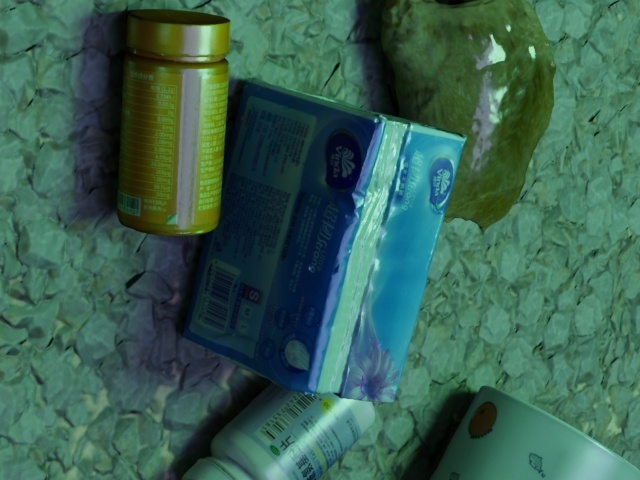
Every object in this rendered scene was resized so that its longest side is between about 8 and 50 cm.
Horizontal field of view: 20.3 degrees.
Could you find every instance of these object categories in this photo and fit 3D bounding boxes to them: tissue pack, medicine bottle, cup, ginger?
[{"bbox_3d":[0.000,0.000,1.681,0.146,0.198,0.263,10,98,-43],"label":"tissue pack"},{"bbox_3d":[-0.132,-0.106,1.606,0.096,0.096,0.192,-8,108,-37],"label":"medicine bottle"},{"bbox_3d":[0.186,0.344,1.934,0.212,0.212,0.317,38,80,-40],"label":"cup"},{"bbox_3d":[0.129,-0.127,1.796,0.221,0.130,0.276,-32,116,-17],"label":"ginger"},{"bbox_3d":[-0.042,0.204,1.774,0.186,0.103,0.103,-42,126,-22],"label":"medicine bottle"}]
